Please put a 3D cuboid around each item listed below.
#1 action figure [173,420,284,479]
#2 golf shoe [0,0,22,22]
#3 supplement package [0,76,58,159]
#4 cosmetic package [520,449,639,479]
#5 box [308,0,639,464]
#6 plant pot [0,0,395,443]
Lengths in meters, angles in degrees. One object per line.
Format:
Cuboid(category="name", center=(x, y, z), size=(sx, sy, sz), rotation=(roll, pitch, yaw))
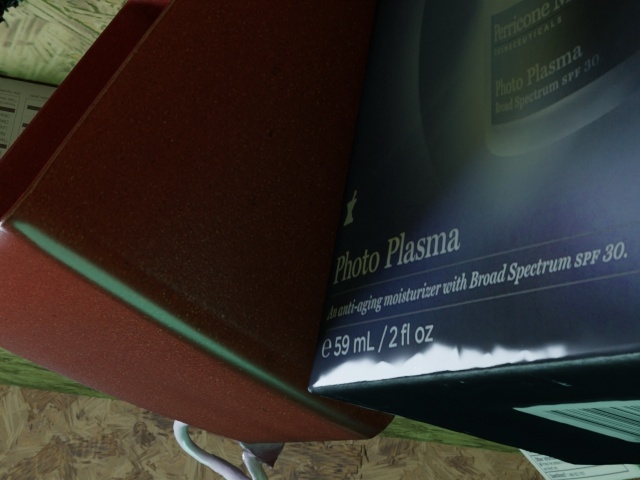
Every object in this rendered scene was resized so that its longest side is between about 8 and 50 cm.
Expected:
Cuboid(category="action figure", center=(-0.115, 0.110, 1.313), size=(0.248, 0.276, 0.370), rotation=(29, 176, 8))
Cuboid(category="golf shoe", center=(-0.219, -0.189, 0.768), size=(0.086, 0.067, 0.186), rotation=(39, 164, -2))
Cuboid(category="supplement package", center=(-0.275, -0.038, 1.174), size=(0.204, 0.145, 0.262), rotation=(10, 164, -4))
Cuboid(category="cosmetic package", center=(0.146, 0.030, 0.928), size=(0.296, 0.129, 0.153), rotation=(48, 160, -2))
Cuboid(category="box", center=(0.155, -0.063, 0.549), size=(0.183, 0.294, 0.296), rotation=(19, 162, -26))
Cuboid(category="plant pot", center=(-0.048, -0.020, 0.738), size=(0.236, 0.267, 0.267), rotation=(40, 155, -17))
